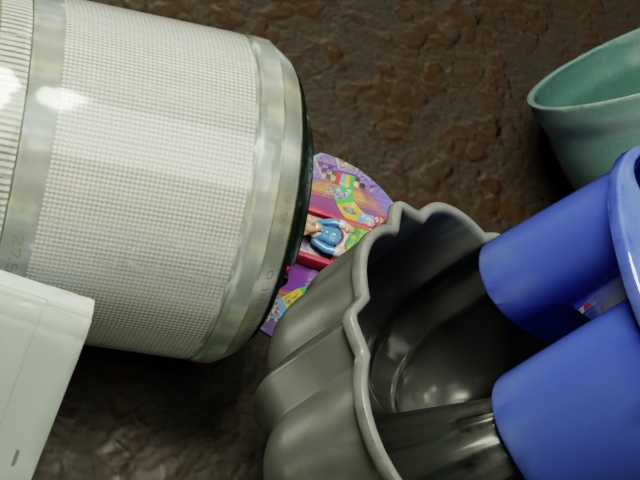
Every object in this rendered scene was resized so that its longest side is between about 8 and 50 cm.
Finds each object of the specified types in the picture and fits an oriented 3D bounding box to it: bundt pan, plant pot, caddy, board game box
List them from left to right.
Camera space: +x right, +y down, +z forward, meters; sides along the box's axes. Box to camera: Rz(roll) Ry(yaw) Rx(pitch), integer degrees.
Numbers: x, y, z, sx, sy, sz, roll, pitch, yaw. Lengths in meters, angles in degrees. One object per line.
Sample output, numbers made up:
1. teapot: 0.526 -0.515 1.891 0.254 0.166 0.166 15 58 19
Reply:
1. board game box: 0.000 0.000 1.140 0.168 0.033 0.133 -27 76 -31
2. bundt pan: 0.078 0.146 0.987 0.331 0.124 0.331 36 39 -37
3. caddy: 0.257 0.088 1.008 0.341 0.179 0.241 36 38 -37
4. plant pot: 0.332 -0.071 1.190 0.293 0.293 0.196 -30 104 -32

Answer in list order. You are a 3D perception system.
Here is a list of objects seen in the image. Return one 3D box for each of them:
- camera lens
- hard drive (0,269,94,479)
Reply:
1. camera lens: -0.156 -0.044 0.986 0.274 0.219 0.219 10 61 -17
2. hard drive: -0.309 0.076 0.883 0.307 0.203 0.040 19 24 -13
